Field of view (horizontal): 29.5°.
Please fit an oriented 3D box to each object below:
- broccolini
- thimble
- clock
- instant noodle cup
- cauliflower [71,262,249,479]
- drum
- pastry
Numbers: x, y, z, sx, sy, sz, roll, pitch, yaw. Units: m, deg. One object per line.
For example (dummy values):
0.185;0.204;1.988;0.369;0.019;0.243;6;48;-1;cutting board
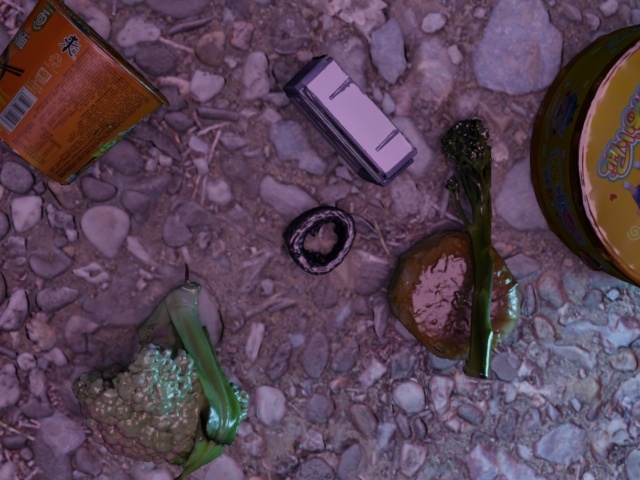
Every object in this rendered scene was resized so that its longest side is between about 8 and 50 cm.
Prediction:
0.209;0.007;1.751;0.079;0.074;0.392;28;59;-46;broccolini
0.002;0.000;1.790;0.104;0.066;0.095;-21;97;-7;thimble
0.041;-0.171;1.735;0.073;0.144;0.193;-43;101;-2;clock
-0.343;-0.195;1.629;0.230;0.230;0.182;41;92;-12;instant noodle cup
-0.216;0.188;1.733;0.256;0.239;0.315;16;60;-24;cauliflower
0.534;-0.122;1.793;0.431;0.214;0.431;-1;98;-9;drum
0.201;0.085;1.821;0.182;0.093;0.192;-34;101;-2;pastry
